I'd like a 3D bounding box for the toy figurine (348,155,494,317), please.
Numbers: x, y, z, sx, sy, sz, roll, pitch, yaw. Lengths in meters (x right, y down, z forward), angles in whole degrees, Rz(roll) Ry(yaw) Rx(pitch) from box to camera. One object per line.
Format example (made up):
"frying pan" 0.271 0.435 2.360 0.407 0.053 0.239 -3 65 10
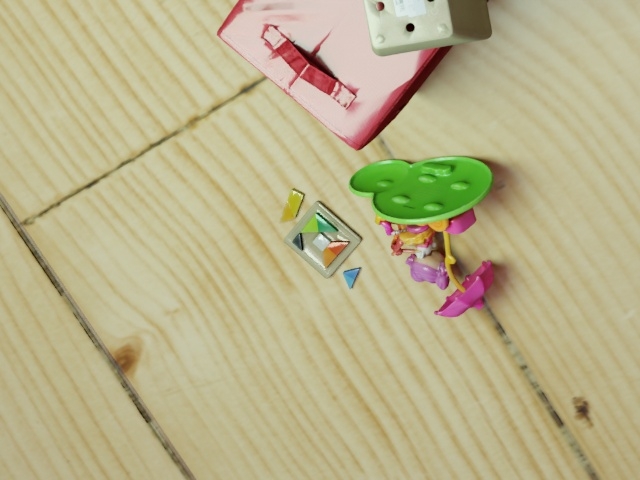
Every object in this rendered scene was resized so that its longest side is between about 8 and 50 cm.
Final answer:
"toy figurine" 0.118 0.007 1.874 0.173 0.130 0.159 14 130 42

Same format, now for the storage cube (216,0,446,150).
"storage cube" 0.049 -0.236 1.722 0.183 0.215 0.193 40 116 2

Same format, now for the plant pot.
"plant pot" 0.083 -0.217 1.559 0.109 0.096 0.109 -8 102 17

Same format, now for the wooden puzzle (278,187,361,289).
"wooden puzzle" 0.000 0.000 1.966 0.116 0.014 0.078 35 122 4
